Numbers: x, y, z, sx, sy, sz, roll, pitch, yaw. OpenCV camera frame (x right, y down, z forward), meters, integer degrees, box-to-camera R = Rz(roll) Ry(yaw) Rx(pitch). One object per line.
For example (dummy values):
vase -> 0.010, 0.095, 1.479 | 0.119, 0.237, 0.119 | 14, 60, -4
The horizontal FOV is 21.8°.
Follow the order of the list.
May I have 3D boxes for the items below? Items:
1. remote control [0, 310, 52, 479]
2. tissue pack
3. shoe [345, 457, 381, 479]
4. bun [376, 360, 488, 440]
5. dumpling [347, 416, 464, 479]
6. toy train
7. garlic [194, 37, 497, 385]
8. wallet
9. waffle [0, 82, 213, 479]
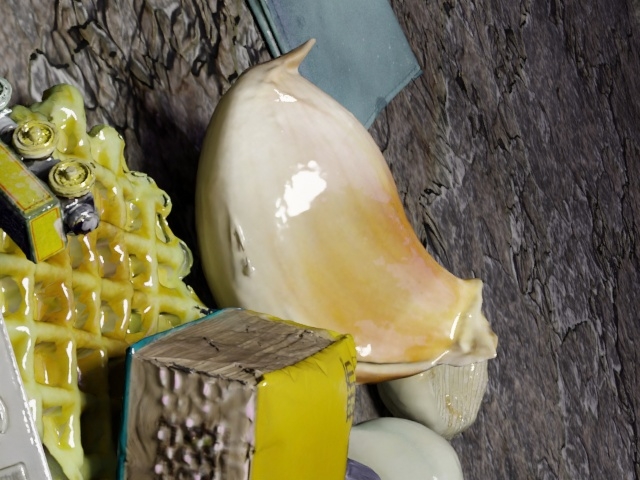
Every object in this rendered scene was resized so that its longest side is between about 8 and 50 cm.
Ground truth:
remote control -> -0.248, 0.106, 1.081 | 0.055, 0.109, 0.313 | 156, -83, -78
tissue pack -> -0.062, 0.202, 1.240 | 0.192, 0.134, 0.270 | -20, 117, -66
shoe -> -0.012, 0.263, 1.453 | 0.095, 0.137, 0.245 | 24, 8, -4
bun -> 0.104, 0.126, 1.771 | 0.183, 0.102, 0.183 | 15, 73, -61
dumpling -> 0.084, 0.243, 1.620 | 0.229, 0.124, 0.151 | 47, 1, 25
toy train -> -0.227, -0.061, 1.131 | 0.202, 0.081, 0.060 | 42, -30, 30
garlic -> 0.000, 0.000, 1.465 | 0.313, 0.249, 0.286 | 44, 24, -11
wallet -> 0.014, -0.246, 1.884 | 0.251, 0.054, 0.290 | 63, 28, -18
waffle -> -0.189, 0.046, 1.254 | 0.297, 0.073, 0.317 | 61, 29, -26
